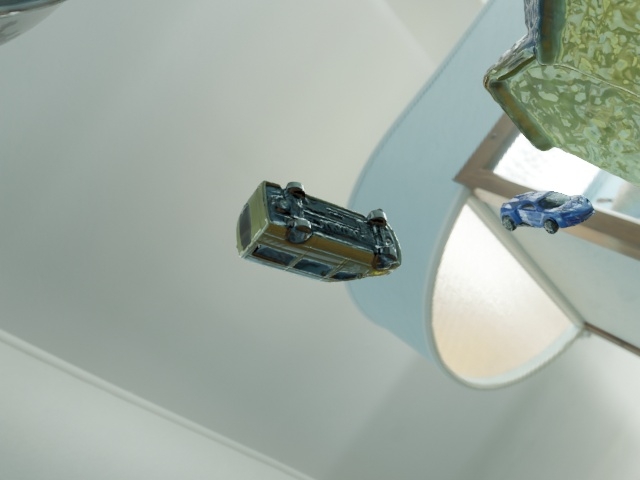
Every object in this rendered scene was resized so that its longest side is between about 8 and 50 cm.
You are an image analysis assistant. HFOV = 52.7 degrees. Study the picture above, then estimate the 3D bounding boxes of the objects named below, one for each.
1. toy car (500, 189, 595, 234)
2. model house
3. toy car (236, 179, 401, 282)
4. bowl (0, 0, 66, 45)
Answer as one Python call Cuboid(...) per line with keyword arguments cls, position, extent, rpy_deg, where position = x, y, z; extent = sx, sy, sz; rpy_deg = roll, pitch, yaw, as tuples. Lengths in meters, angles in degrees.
Cuboid(cls="toy car", position=(0.447, -0.064, 1.291), extent=(0.103, 0.216, 0.063), rpy_deg=(-29, -77, -19))
Cuboid(cls="model house", position=(0.315, -0.232, 0.612), extent=(0.261, 0.266, 0.321), rpy_deg=(-41, -42, -19))
Cuboid(cls="toy car", position=(0.000, 0.000, 1.002), extent=(0.256, 0.101, 0.124), rpy_deg=(18, -46, -31))
Cuboid(cls="bowl", position=(-0.322, -0.233, 0.450), extent=(0.345, 0.346, 0.157), rpy_deg=(6, -33, -34))
